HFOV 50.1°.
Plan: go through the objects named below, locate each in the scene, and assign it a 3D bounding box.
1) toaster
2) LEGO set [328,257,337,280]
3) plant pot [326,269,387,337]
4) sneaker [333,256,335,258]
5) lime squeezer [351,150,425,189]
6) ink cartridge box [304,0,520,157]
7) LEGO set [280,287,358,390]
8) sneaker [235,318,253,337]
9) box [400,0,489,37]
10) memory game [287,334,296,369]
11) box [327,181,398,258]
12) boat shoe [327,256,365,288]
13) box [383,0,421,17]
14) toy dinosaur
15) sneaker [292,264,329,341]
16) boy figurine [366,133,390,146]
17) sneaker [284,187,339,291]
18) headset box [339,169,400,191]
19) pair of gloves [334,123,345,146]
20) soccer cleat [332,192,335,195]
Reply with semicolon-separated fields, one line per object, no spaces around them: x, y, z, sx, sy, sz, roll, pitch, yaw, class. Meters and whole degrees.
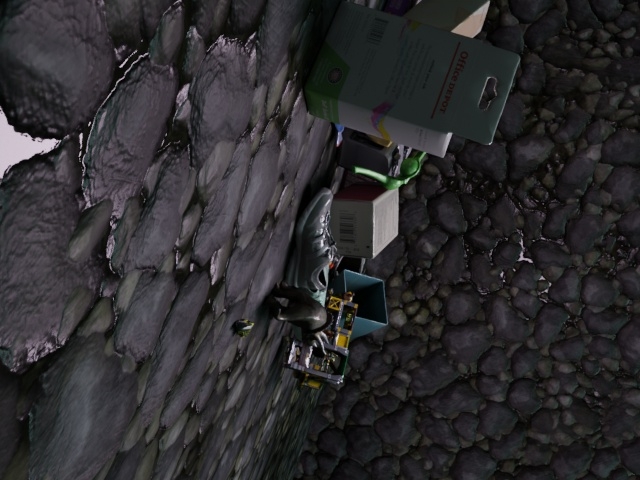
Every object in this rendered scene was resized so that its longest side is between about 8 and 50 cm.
0.140;-0.256;1.815;0.168;0.185;0.110;-53;160;-37;toaster
0.063;0.018;2.276;0.182;0.060;0.244;79;32;-66;LEGO set
0.083;0.236;2.305;0.234;0.165;0.166;-39;-136;44;plant pot
0.029;0.017;2.047;0.170;0.063;0.075;-26;135;-70;sneaker
0.198;-0.194;1.717;0.310;0.059;0.110;-28;111;-28;lime squeezer
0.171;-0.294;1.296;0.119;0.353;0.207;77;34;-73;ink cartridge box
-0.032;0.286;2.055;0.255;0.192;0.331;167;-58;-71;LEGO set
-0.155;0.182;1.391;0.083;0.031;0.035;19;91;-81;sneaker
0.271;-0.520;1.750;0.311;0.121;0.148;-41;166;-8;box
-0.077;0.337;2.250;0.186;0.012;0.186;20;90;-81;memory game
0.111;-0.059;1.768;0.232;0.126;0.149;-36;127;-64;box
0.082;0.115;2.376;0.119;0.121;0.335;-58;164;-59;boat shoe
0.232;-0.628;1.891;0.293;0.057;0.201;51;60;-79;box
-0.043;0.166;1.619;0.313;0.160;0.121;84;27;-72;toy dinosaur
-0.036;0.161;1.851;0.151;0.094;0.256;-42;141;-83;sneaker
0.234;-0.348;1.723;0.285;0.092;0.177;-41;170;-14;boy figurine
0.000;0.000;1.660;0.105;0.115;0.281;-57;164;-55;sneaker
0.160;-0.197;2.096;0.218;0.110;0.293;-34;144;-55;headset box
0.064;-0.323;1.661;0.198;0.023;0.159;-61;166;-48;pair of gloves
0.041;-0.086;1.894;0.196;0.068;0.076;11;101;-84;soccer cleat
